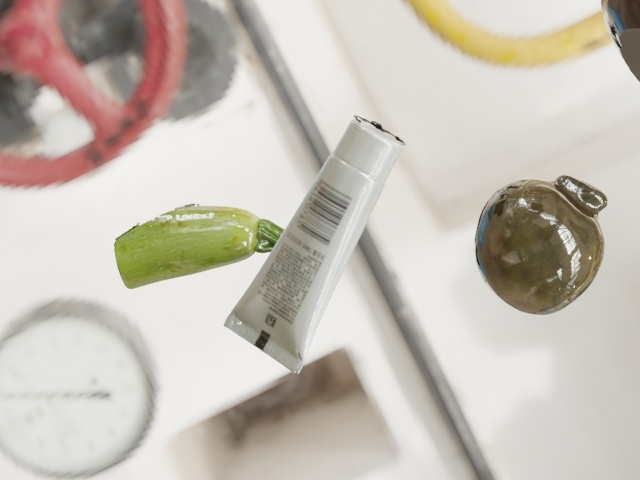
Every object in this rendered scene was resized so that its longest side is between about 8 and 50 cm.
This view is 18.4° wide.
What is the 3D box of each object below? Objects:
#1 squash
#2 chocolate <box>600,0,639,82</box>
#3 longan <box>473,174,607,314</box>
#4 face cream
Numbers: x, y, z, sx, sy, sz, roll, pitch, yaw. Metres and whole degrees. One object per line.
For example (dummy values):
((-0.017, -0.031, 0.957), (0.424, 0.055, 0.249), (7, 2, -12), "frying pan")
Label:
((-0.125, -0.003, 2.194), (0.075, 0.200, 0.090), (-95, 173, -49), "squash")
((0.251, -0.159, 1.175), (0.177, 0.177, 0.177), (63, 6, -11), "chocolate")
((0.177, -0.002, 1.569), (0.106, 0.119, 0.106), (41, -4, 4), "longan")
((0.000, 0.000, 1.871), (0.092, 0.244, 0.058), (33, 10, 21), "face cream")
